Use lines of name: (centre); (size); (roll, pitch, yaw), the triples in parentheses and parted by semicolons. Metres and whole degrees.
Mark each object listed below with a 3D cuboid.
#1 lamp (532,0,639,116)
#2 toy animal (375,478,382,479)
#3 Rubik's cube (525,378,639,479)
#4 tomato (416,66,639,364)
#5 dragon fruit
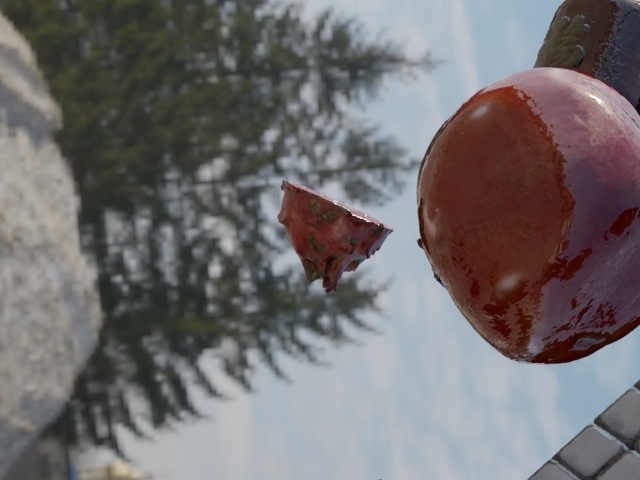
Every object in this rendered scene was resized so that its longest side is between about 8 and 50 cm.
lamp: (0.376, -0.230, 2.102); (0.180, 0.180, 0.258); (127, -12, -73)
toy animal: (0.048, 0.343, 1.683); (0.188, 0.308, 0.266); (-62, -155, -9)
Rubik's cube: (0.525, 0.422, 2.183); (0.344, 0.344, 0.337); (34, -21, 53)
tomato: (0.262, -0.029, 1.804); (0.325, 0.290, 0.293); (32, 26, -46)
dragon fruit: (0.000, 0.000, 1.943); (0.111, 0.153, 0.153); (-64, -167, 0)
